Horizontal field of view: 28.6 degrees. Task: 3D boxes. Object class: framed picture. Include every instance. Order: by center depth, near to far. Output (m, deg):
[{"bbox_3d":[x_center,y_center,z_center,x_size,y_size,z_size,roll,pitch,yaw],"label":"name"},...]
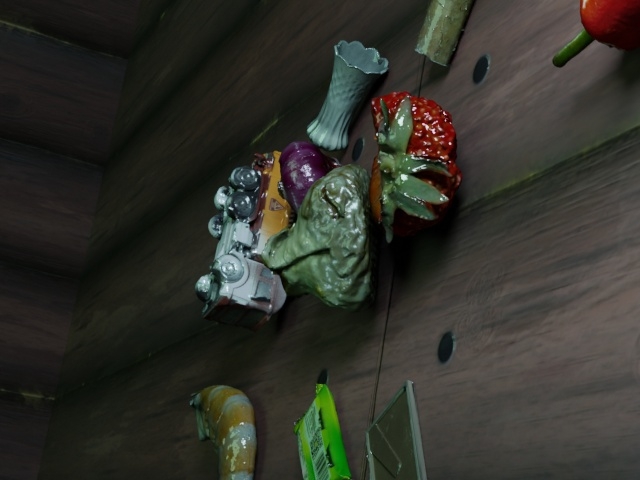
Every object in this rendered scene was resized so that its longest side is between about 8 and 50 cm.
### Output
[{"bbox_3d":[0.082,0.244,1.389,0.149,0.011,0.109,-94,28,-43],"label":"framed picture"}]

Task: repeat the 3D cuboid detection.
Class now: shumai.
[{"bbox_3d":[-0.001,-0.006,1.549,0.184,0.142,0.184,-5,-90,-80],"label":"shumai"}]

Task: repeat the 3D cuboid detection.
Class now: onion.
[{"bbox_3d":[-0.010,-0.086,1.755,0.115,0.104,0.115,-16,-90,-81],"label":"onion"}]

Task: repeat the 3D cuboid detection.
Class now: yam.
[{"bbox_3d":[0.156,-0.281,1.523,0.054,0.054,0.132,-133,60,-67],"label":"yam"}]

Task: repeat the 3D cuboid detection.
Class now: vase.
[{"bbox_3d":[0.032,-0.196,1.752,0.081,0.081,0.148,-102,30,-52],"label":"vase"}]

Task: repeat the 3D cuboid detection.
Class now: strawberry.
[{"bbox_3d":[0.106,-0.079,1.458,0.228,0.098,0.174,99,169,-85],"label":"strawberry"}]

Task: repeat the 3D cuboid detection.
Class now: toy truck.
[{"bbox_3d":[-0.097,-0.002,1.874,0.114,0.135,0.270,135,149,-57],"label":"toy truck"}]

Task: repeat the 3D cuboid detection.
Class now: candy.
[{"bbox_3d":[0.003,0.270,1.548,0.178,0.032,0.102,-105,33,-52],"label":"candy"}]

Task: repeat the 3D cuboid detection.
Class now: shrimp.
[{"bbox_3d":[-0.135,0.326,1.849,0.185,0.068,0.287,126,142,-51],"label":"shrimp"}]

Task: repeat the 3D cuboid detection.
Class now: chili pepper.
[{"bbox_3d":[0.316,-0.295,1.094,0.368,0.092,0.137,-60,5,18],"label":"chili pepper"}]
